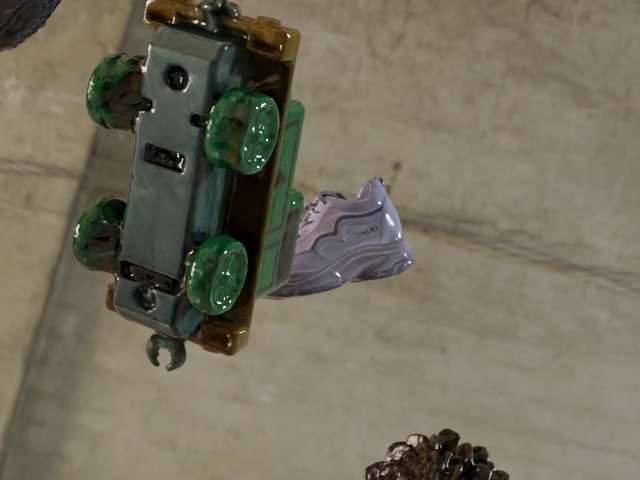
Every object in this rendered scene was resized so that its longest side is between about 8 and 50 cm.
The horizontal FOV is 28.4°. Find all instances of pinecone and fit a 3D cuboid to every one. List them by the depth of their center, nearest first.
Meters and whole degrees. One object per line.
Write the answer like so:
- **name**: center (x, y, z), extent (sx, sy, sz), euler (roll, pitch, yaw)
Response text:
- **pinecone**: center (0.119, 0.267, 1.130), extent (0.165, 0.163, 0.163), euler (41, -37, -19)

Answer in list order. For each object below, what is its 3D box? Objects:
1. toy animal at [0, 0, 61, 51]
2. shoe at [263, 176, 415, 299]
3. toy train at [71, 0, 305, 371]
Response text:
- **toy animal**: center (-0.244, -0.191, 0.860), extent (0.298, 0.122, 0.185), euler (-40, -7, 18)
- **shoe**: center (0.000, 0.000, 1.675), extent (0.245, 0.138, 0.095), euler (-12, -4, -17)
- **toy train**: center (-0.110, -0.069, 1.332), extent (0.178, 0.429, 0.249), euler (19, 20, 23)
